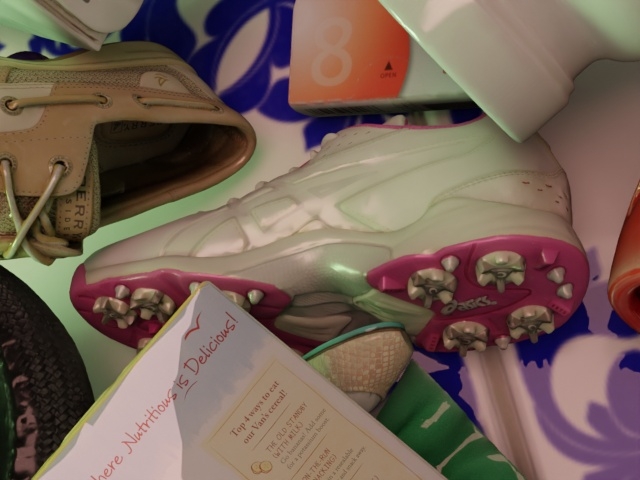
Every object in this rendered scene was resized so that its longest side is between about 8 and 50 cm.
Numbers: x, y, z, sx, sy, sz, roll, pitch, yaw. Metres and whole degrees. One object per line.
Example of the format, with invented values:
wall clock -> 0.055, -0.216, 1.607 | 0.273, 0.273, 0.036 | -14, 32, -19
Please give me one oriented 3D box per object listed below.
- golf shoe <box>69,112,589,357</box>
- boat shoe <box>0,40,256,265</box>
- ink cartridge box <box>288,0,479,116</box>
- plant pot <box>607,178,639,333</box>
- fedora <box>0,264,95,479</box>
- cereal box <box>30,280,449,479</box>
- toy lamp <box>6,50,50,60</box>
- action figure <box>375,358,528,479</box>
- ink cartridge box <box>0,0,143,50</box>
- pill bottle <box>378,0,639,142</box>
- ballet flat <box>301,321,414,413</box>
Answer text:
golf shoe -> 0.000, 0.000, 0.597 | 0.306, 0.115, 0.140 | -6, 53, 15
boat shoe -> -0.162, -0.041, 0.559 | 0.098, 0.302, 0.109 | 35, 126, 26
ink cartridge box -> 0.054, -0.169, 0.616 | 0.145, 0.045, 0.179 | 0, 88, 30
plant pot -> 0.254, -0.024, 0.475 | 0.191, 0.191, 0.174 | 18, 76, 20
fedora -> -0.267, 0.166, 0.584 | 0.334, 0.152, 0.334 | -3, 68, 9
cereal box -> -0.020, 0.160, 0.482 | 0.240, 0.047, 0.173 | 40, 78, 1
toy lamp -> -0.270, -0.118, 0.711 | 0.275, 0.080, 0.080 | 22, 82, 23
action figure -> 0.014, 0.194, 0.548 | 0.232, 0.063, 0.137 | -42, 70, -3
ink cartridge box -> -0.229, -0.306, 0.645 | 0.385, 0.160, 0.279 | 21, 80, 40
pill bottle -> 0.153, -0.188, 0.471 | 0.278, 0.162, 0.162 | -43, 68, 14
ballet flat -> -0.007, 0.098, 0.562 | 0.168, 0.057, 0.052 | -32, 57, 39
